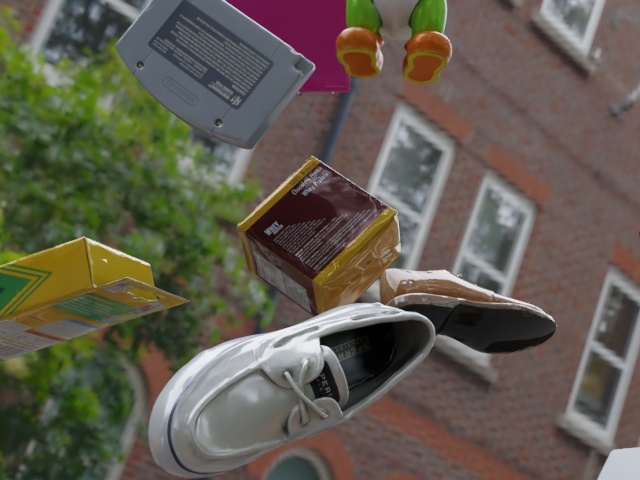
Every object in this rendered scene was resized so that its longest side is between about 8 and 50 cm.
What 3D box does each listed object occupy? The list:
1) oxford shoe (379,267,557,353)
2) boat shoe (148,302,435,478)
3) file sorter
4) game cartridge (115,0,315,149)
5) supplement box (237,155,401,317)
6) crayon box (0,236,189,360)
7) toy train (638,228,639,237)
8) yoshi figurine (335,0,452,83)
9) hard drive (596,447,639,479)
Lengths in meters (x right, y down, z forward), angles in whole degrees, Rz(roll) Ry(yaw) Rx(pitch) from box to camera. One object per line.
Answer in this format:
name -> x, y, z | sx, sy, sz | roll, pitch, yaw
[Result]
oxford shoe -> 0.156, 0.066, 1.439 | 0.212, 0.076, 0.076 | 14, -49, -28
boat shoe -> -0.014, 0.117, 1.111 | 0.268, 0.096, 0.088 | -17, 5, -40
file sorter -> -0.102, -0.363, 2.522 | 0.291, 0.202, 0.182 | -1, -1, -6
game cartridge -> -0.179, -0.283, 2.226 | 0.297, 0.198, 0.062 | 37, 0, 19
supplement box -> 0.000, 0.000, 2.315 | 0.194, 0.191, 0.129 | 35, -24, 27
crayon box -> -0.381, 0.082, 2.003 | 0.323, 0.083, 0.203 | -17, -17, 16
toy train -> 0.576, -0.017, 2.219 | 0.143, 0.105, 0.248 | -89, 156, -82
yoshi figurine -> 0.120, -0.417, 1.939 | 0.204, 0.362, 0.203 | 23, -24, -36
hard drive -> 0.396, 0.436, 1.852 | 0.047, 0.353, 0.233 | 36, -22, -12
